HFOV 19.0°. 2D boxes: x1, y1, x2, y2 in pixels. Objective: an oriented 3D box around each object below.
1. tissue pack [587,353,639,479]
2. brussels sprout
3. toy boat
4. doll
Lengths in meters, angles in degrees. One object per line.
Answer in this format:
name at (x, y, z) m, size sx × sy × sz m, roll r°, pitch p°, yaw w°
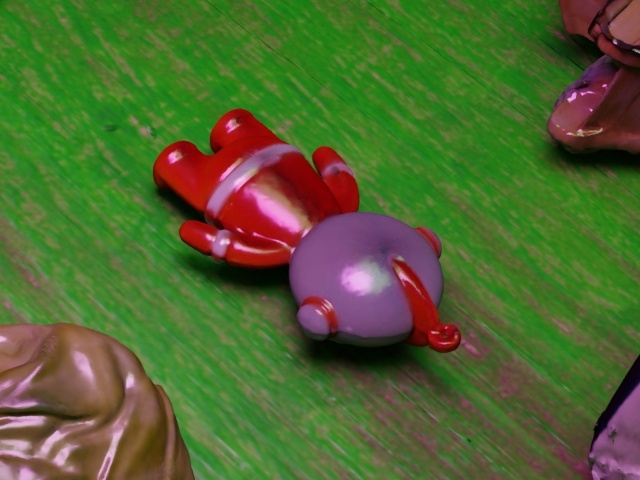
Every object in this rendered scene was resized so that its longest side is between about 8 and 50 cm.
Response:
tissue pack at (0.390, 0.030, 1.226) m, size 0.253 × 0.264 × 0.416 m, roll 35°, pitch 52°, yaw 11°
brussels sprout at (-0.179, 0.145, 1.055) m, size 0.223 × 0.161 × 0.223 m, roll 2°, pitch 73°, yaw -6°
toy boat at (0.285, -0.218, 1.500) m, size 0.162 × 0.136 × 0.445 m, roll 34°, pitch 46°, yaw 8°
doll at (0.000, 0.000, 1.271) m, size 0.245 × 0.076 × 0.142 m, roll 39°, pitch 53°, yaw 22°
